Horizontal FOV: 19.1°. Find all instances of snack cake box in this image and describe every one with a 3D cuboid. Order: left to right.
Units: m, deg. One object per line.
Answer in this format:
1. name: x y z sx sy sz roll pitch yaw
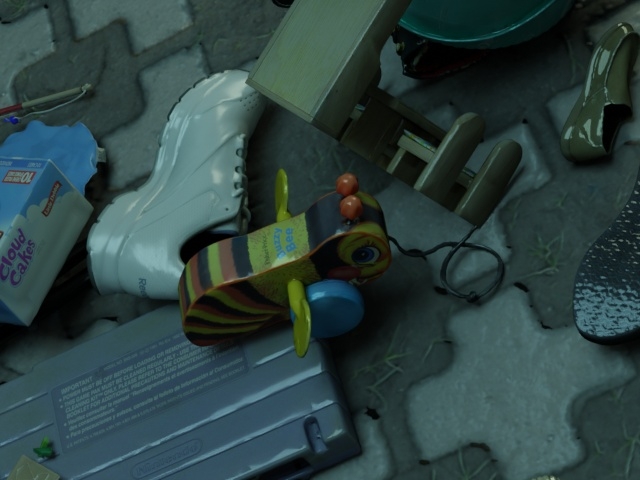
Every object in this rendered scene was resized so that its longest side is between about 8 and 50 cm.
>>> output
1. snack cake box: -0.385 -0.006 2.004 0.264 0.089 0.152 4 56 38

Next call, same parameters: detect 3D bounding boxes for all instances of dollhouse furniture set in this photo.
1. dollhouse furniture set: 0.068 -0.158 1.828 0.212 0.242 0.161 34 93 38

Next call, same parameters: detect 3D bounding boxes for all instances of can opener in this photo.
1. can opener: -0.296 0.059 2.018 0.186 0.059 0.073 -31 25 -4

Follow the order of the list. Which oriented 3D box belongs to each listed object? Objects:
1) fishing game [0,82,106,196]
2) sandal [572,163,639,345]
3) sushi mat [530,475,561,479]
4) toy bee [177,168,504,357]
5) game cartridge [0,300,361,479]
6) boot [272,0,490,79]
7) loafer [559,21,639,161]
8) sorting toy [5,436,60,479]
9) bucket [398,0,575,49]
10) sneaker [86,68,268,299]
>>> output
1. fishing game: -0.320 -0.059 2.101 0.189 0.041 0.264 -15 47 21
2. sandal: 0.310 -0.003 1.741 0.097 0.054 0.254 17 61 27
3. sushi mat: 0.171 0.295 1.489 0.151 0.019 0.316 -9 35 -12
4. toy bee: 0.000 0.000 1.776 0.298 0.162 0.195 -29 53 -10
5. game cartridge: -0.151 0.174 1.861 0.355 0.068 0.230 -24 49 10
6. boot: 0.061 -0.248 1.982 0.236 0.085 0.179 -14 56 7
7. loafer: 0.280 -0.139 1.832 0.050 0.056 0.148 17 81 34
8. sorting toy: -0.276 0.231 1.839 0.062 0.012 0.083 22 74 39
9. bucket: 0.157 -0.335 1.874 0.281 0.183 0.281 2 57 -3
10. sneaker: -0.119 -0.049 1.951 0.129 0.111 0.297 16 61 23
